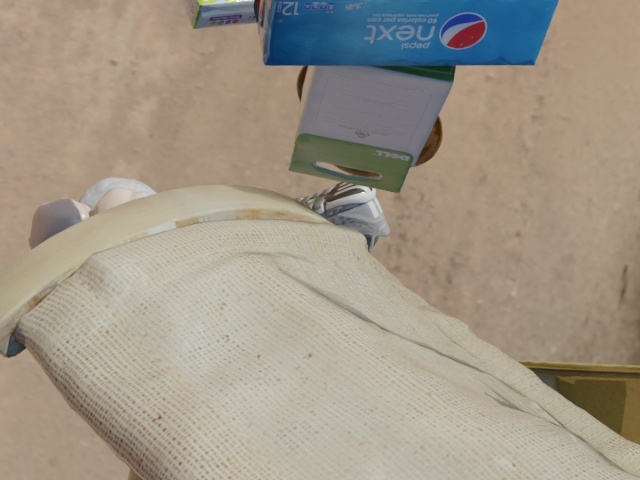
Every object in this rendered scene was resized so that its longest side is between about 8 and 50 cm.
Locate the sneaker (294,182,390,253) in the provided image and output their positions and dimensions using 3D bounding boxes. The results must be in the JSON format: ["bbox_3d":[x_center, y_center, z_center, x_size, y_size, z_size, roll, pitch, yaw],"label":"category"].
[{"bbox_3d":[0.000,0.000,1.772,0.132,0.228,0.086,61,34,-19],"label":"sneaker"}]

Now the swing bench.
[{"bbox_3d":[0.039,0.129,0.399,0.165,0.253,0.255,-30,137,-29],"label":"swing bench"}]

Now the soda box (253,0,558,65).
[{"bbox_3d":[0.060,-0.174,0.886,0.071,0.210,0.067,103,-18,-50],"label":"soda box"}]

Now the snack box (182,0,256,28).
[{"bbox_3d":[-0.056,-0.238,1.055,0.141,0.100,0.037,-11,157,-24],"label":"snack box"}]

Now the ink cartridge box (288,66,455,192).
[{"bbox_3d":[0.040,-0.118,1.025,0.209,0.109,0.062,109,-10,-67],"label":"ink cartridge box"}]

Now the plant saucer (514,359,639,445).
[{"bbox_3d":[0.416,0.292,1.543,0.081,0.332,0.333,-30,109,-43],"label":"plant saucer"}]

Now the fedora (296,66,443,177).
[{"bbox_3d":[0.048,-0.135,1.442,0.079,0.194,0.194,-64,145,-33],"label":"fedora"}]

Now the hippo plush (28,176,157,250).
[{"bbox_3d":[-0.206,0.019,1.493,0.294,0.234,0.236,42,28,-14],"label":"hippo plush"}]
